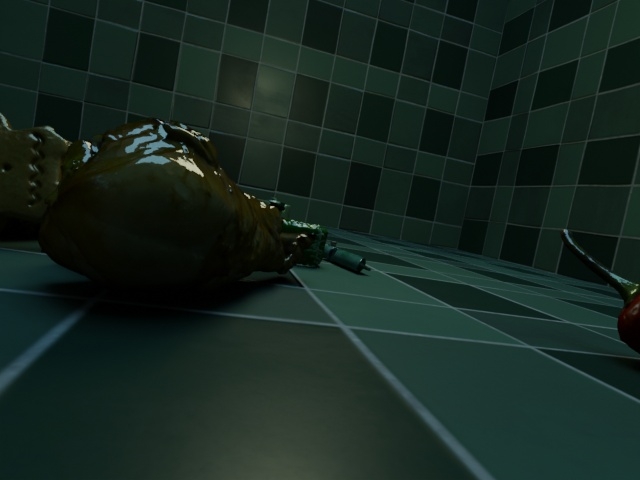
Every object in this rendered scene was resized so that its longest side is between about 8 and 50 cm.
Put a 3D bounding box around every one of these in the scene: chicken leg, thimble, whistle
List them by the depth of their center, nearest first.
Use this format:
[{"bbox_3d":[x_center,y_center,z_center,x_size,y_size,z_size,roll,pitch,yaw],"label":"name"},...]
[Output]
[{"bbox_3d":[-0.168,-0.018,0.547,0.295,0.182,0.409,-6,-8,29],"label":"chicken leg"},{"bbox_3d":[-0.050,0.001,0.890,0.130,0.090,0.118,13,4,30],"label":"thimble"},{"bbox_3d":[0.054,0.042,0.968,0.039,0.039,0.186,8,6,-26],"label":"whistle"}]

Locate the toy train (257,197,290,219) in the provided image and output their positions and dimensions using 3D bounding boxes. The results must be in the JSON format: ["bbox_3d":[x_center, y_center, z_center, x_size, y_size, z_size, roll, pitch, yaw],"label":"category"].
[{"bbox_3d":[-0.221,-0.071,1.187,0.159,0.129,0.326,9,2,32],"label":"toy train"}]

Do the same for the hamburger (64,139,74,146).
[{"bbox_3d":[-0.565,-0.134,0.869,0.243,0.146,0.286,-7,-3,-23],"label":"hamburger"}]

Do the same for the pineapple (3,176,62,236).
[{"bbox_3d":[-0.427,-0.070,0.723,0.170,0.141,0.310,11,-3,10],"label":"pineapple"}]

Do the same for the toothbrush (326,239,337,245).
[{"bbox_3d":[0.000,-0.002,1.540,0.014,0.017,0.194,6,6,-36],"label":"toothbrush"}]

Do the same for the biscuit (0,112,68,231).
[{"bbox_3d":[-0.460,-0.086,0.533,0.248,0.184,0.035,-1,-16,-14],"label":"biscuit"}]

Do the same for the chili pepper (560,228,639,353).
[{"bbox_3d":[0.444,0.101,0.506,0.338,0.131,0.134,19,34,42],"label":"chili pepper"}]
